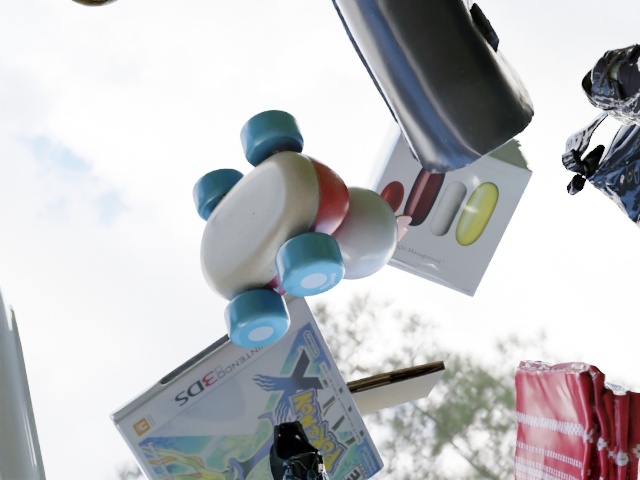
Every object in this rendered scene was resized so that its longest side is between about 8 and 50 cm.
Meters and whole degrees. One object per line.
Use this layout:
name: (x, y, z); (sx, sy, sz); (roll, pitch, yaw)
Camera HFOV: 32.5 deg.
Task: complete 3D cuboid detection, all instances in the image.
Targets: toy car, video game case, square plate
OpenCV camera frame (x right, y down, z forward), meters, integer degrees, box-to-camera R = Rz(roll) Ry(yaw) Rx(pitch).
toy car: (0.000, 0.000, 1.304); (0.238, 0.210, 0.219); (12, -134, -37)
video game case: (-0.087, 0.276, 1.498); (0.300, 0.329, 0.036); (-34, -150, -18)
square plate: (-0.352, 0.219, 1.249); (0.049, 0.344, 0.347); (-10, -102, -19)

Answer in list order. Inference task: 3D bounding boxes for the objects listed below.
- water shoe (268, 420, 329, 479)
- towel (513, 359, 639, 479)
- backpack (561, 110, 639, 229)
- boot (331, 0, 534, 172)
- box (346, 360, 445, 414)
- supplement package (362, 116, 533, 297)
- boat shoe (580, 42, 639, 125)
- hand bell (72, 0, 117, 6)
water shoe: (-0.022, 0.298, 1.323); (0.072, 0.080, 0.203); (-12, -149, -17)
towel: (0.118, 0.199, 0.581); (0.031, 0.275, 0.199); (6, 176, 0)
backpack: (0.455, -0.144, 1.246); (0.213, 0.276, 0.263); (43, -133, 3)
boot: (0.018, -0.249, 0.820); (0.367, 0.146, 0.445); (-62, -50, -71)
box: (0.102, 0.235, 1.709); (0.164, 0.201, 0.021); (-13, -109, -7)
supplement package: (0.165, -0.064, 1.556); (0.194, 0.203, 0.149); (20, -159, -6)
boat shoe: (0.215, -0.111, 0.777); (0.049, 0.056, 0.152); (21, 178, 3)
hand bell: (-0.092, -0.236, 0.878); (0.126, 0.126, 0.242); (48, -153, 22)
